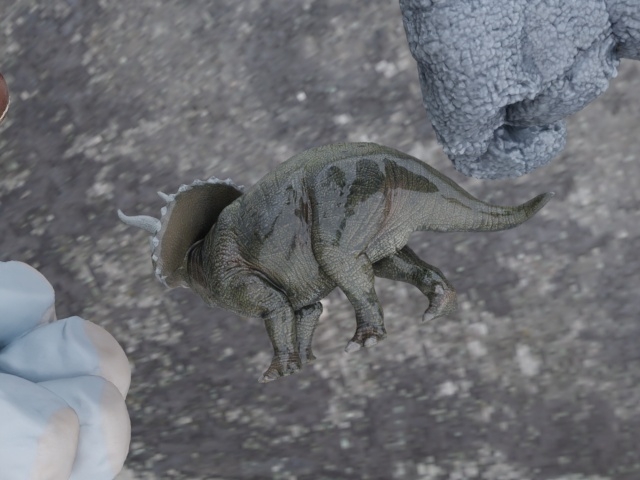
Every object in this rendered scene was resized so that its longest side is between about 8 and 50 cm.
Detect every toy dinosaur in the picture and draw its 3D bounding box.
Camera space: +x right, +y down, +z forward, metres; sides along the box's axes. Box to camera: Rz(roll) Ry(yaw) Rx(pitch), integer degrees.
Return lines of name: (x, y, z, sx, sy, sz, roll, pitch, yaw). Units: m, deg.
toy dinosaur: (0.000, 0.000, 1.157, 0.160, 0.313, 0.121, 69, 21, 1)

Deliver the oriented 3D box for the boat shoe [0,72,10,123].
boat shoe: (-0.250, -0.026, 0.882, 0.207, 0.073, 0.073, -32, 134, 0)

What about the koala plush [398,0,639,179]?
koala plush: (0.166, -0.150, 1.016, 0.221, 0.203, 0.196, -11, 89, 10)

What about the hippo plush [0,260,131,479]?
hippo plush: (-0.289, 0.161, 1.198, 0.294, 0.236, 0.234, 5, 32, -51)
